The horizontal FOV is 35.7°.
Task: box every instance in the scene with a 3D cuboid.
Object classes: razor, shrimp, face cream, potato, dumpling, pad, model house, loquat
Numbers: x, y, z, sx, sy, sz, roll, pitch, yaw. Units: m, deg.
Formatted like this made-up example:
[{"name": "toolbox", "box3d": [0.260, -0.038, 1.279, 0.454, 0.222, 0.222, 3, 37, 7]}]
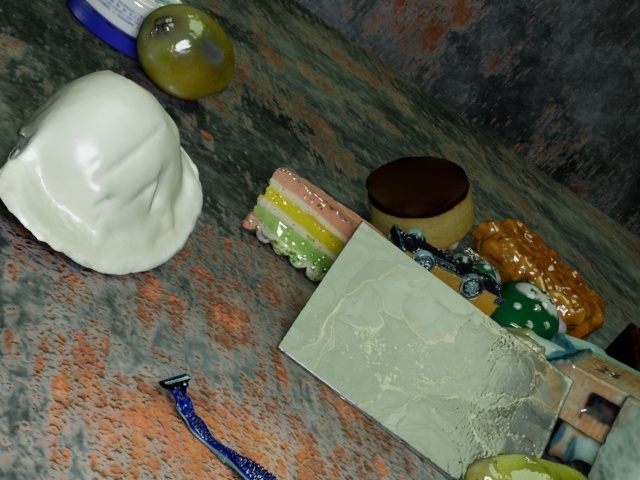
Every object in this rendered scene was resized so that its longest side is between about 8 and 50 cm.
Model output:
[{"name": "razor", "box3d": [-0.094, 0.188, 0.942, 0.154, 0.028, 0.044, 43, 19, 16]}, {"name": "shrimp", "box3d": [0.320, 0.090, 1.918, 0.174, 0.076, 0.082, 44, 60, 5]}, {"name": "face cream", "box3d": [-0.340, -0.419, 1.788, 0.206, 0.111, 0.206, 32, 20, -13]}, {"name": "potato", "box3d": [0.267, 0.321, 1.186, 0.225, 0.090, 0.117, 29, 60, -16]}, {"name": "dumpling", "box3d": [-0.242, -0.066, 1.124, 0.227, 0.243, 0.175, 52, -25, -14]}, {"name": "pad", "box3d": [0.147, 0.160, 1.280, 0.367, 0.007, 0.247, 38, 52, -3]}, {"name": "model house", "box3d": [0.381, 0.250, 1.509, 0.325, 0.194, 0.267, 32, 17, 26]}, {"name": "loquat", "box3d": [-0.225, -0.315, 1.694, 0.195, 0.152, 0.152, 42, 9, -51]}]

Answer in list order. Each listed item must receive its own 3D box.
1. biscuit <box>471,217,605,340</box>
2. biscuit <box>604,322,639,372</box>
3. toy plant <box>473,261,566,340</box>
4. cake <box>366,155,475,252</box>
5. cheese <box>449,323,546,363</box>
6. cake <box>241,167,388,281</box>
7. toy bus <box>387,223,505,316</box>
[{"name": "biscuit", "box3d": [0.456, 0.082, 2.087, 0.312, 0.110, 0.318, 48, 21, 19]}, {"name": "biscuit", "box3d": [0.602, 0.268, 1.919, 0.073, 0.107, 0.388, 39, 19, 2]}, {"name": "toy plant", "box3d": [0.357, 0.138, 1.767, 0.232, 0.112, 0.243, 30, 26, -20]}, {"name": "cake", "box3d": [0.177, -0.037, 1.801, 0.207, 0.178, 0.185, -29, 41, -35]}, {"name": "cheese", "box3d": [0.201, 0.154, 1.412, 0.202, 0.091, 0.175, 13, 3, -33]}, {"name": "cake", "box3d": [0.003, -0.006, 1.452, 0.225, 0.109, 0.090, 38, 19, -4]}, {"name": "toy bus", "box3d": [0.185, 0.070, 1.600, 0.201, 0.114, 0.098, 26, 21, -17]}]
